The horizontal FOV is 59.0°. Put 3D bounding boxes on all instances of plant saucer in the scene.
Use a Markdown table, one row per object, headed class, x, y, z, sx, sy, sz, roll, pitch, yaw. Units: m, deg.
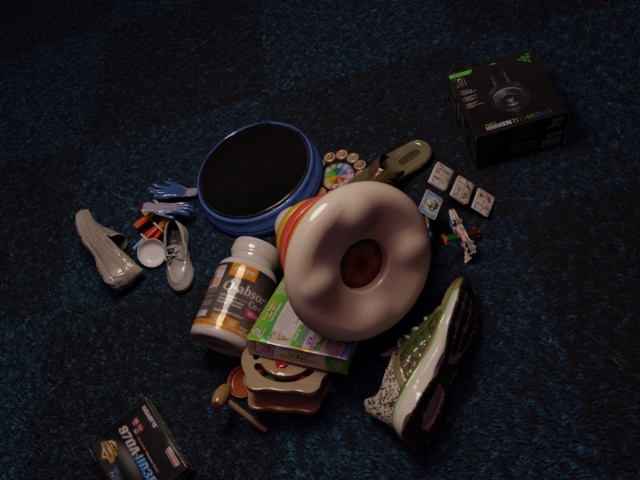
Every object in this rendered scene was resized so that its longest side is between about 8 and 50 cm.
| class | x | y | z | sx | sy | sz | roll | pitch | yaw |
| --- | --- | --- | --- | --- | --- | --- | --- | --- | --- |
| plant saucer | -0.187 | 0.346 | 1.388 | 0.083 | 0.013 | 0.084 | -8 | 56 | 12 |

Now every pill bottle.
| class | x | y | z | sx | sy | sz | roll | pitch | yaw |
| --- | --- | --- | --- | --- | --- | --- | --- | --- | --- |
| pill bottle | -0.205 | 0.140 | 1.433 | 0.162 | 0.162 | 0.279 | 8 | 62 | 21 |

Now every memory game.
| class | x | y | z | sx | sy | sz | roll | pitch | yaw |
| --- | --- | --- | --- | --- | --- | --- | --- | --- | --- |
| memory game | 0.048 | -0.191 | 1.656 | 0.186 | 0.012 | 0.186 | -8 | 57 | 12 |

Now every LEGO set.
| class | x | y | z | sx | sy | sz | roll | pitch | yaw |
| --- | --- | --- | --- | --- | --- | --- | --- | --- | --- |
| LEGO set | 0.329 | -0.063 | 1.431 | 0.182 | 0.060 | 0.244 | 31 | 55 | -4 |

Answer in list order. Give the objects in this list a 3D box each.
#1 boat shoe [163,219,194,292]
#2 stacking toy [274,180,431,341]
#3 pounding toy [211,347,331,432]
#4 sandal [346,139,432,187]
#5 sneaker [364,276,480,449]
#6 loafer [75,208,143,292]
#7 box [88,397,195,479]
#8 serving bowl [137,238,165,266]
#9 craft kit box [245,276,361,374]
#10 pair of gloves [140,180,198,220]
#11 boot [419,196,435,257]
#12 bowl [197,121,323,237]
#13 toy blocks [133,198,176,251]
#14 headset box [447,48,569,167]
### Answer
| class | x | y | z | sx | sy | sz | roll | pitch | yaw |
| --- | --- | --- | --- | --- | --- | --- | --- | --- | --- |
| boat shoe | -0.413 | 0.038 | 1.607 | 0.079 | 0.081 | 0.228 | -18 | 55 | 5 |
| stacking toy | 0.000 | 0.000 | 1.362 | 0.350 | 0.351 | 0.480 | -41 | 29 | -11 |
| pounding toy | -0.108 | 0.341 | 1.328 | 0.269 | 0.155 | 0.154 | 3 | 34 | 4 |
| sandal | 0.182 | -0.197 | 1.569 | 0.302 | 0.086 | 0.120 | -40 | 62 | -14 |
| sneaker | 0.219 | 0.243 | 1.267 | 0.182 | 0.158 | 0.410 | 8 | 55 | 41 |
| loafer | -0.626 | 0.015 | 1.676 | 0.111 | 0.112 | 0.319 | -34 | 63 | -12 |
| box | -0.422 | 0.512 | 1.329 | 0.175 | 0.051 | 0.220 | -40 | 56 | -10 |
| serving bowl | -0.488 | 0.035 | 1.650 | 0.083 | 0.027 | 0.083 | 0 | 92 | 1 |
| craft kit box | -0.015 | 0.189 | 1.351 | 0.246 | 0.061 | 0.250 | 11 | 38 | 17 |
| pair of gloves | -0.450 | -0.123 | 1.703 | 0.159 | 0.023 | 0.198 | 3 | 36 | 0 |
| boot | 0.201 | -0.015 | 1.458 | 0.178 | 0.085 | 0.237 | 1 | 58 | 20 |
| bowl | -0.188 | -0.194 | 1.681 | 0.390 | 0.077 | 0.391 | -9 | 57 | 14 |
| toy blocks | -0.520 | -0.040 | 1.705 | 0.148 | 0.054 | 0.123 | -45 | 58 | -13 |
| headset box | 0.505 | -0.373 | 1.563 | 0.246 | 0.131 | 0.283 | -14 | 55 | 7 |
